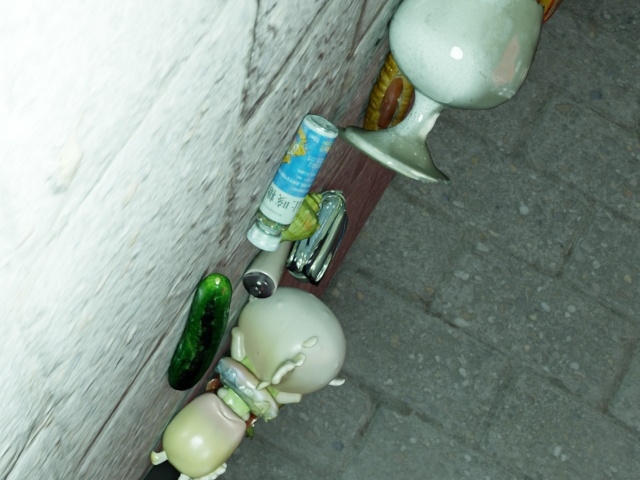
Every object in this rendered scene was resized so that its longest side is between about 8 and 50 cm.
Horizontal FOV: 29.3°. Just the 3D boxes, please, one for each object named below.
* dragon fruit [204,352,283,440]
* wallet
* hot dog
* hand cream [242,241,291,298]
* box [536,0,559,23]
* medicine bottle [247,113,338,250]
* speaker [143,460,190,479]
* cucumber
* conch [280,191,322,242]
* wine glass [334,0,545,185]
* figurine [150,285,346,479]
[{"bbox_3d":[-0.141,0.281,2.234,0.135,0.137,0.236,-47,-176,41],"label":"dragon fruit"},{"bbox_3d":[0.000,0.000,2.374,0.176,0.075,0.250,-63,175,-5],"label":"wallet"},{"bbox_3d":[0.122,-0.259,2.135,0.289,0.068,0.083,106,-8,-57],"label":"hot dog"},{"bbox_3d":[-0.073,0.025,1.917,0.186,0.054,0.087,-64,176,-51],"label":"hand cream"},{"bbox_3d":[0.417,-0.599,2.279,0.259,0.214,0.283,-55,174,-34],"label":"box"},{"bbox_3d":[-0.038,-0.076,1.618,0.191,0.051,0.051,-63,175,23],"label":"medicine bottle"},{"bbox_3d":[-0.279,0.543,2.099,0.232,0.184,0.254,-62,173,27],"label":"speaker"},{"bbox_3d":[-0.156,0.125,1.592,0.056,0.056,0.284,-56,175,-39],"label":"cucumber"},{"bbox_3d":[-0.041,-0.037,1.861,0.121,0.074,0.089,-41,137,-18],"label":"conch"},{"bbox_3d":[0.188,-0.260,1.857,0.323,0.238,0.238,-63,175,11],"label":"wine glass"},{"bbox_3d":[-0.118,0.245,2.021,0.394,0.226,0.274,-44,-176,-17],"label":"figurine"}]
